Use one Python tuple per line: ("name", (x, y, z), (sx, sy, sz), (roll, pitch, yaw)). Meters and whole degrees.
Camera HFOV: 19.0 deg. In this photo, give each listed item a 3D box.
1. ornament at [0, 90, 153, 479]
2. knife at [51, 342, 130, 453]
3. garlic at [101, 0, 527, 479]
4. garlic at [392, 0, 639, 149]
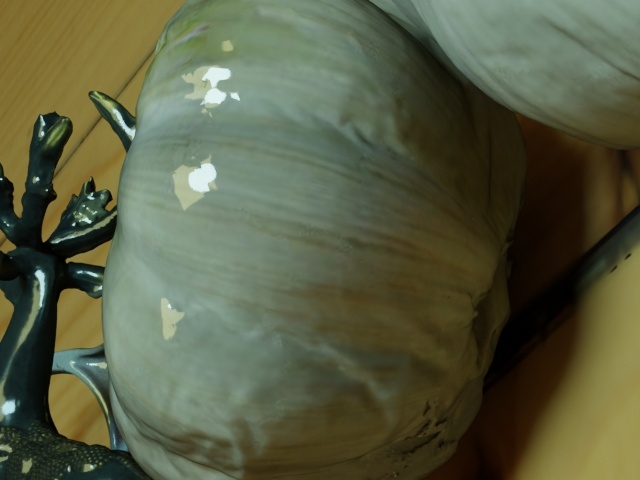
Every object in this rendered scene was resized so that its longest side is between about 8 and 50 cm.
("ornament", (-0.116, 0.048, 0.929), (0.202, 0.080, 0.236), (18, 98, 52))
("knife", (-0.082, 0.027, 0.990), (0.278, 0.053, 0.123), (-53, 55, 28))
("garlic", (-0.001, 0.003, 0.735), (0.228, 0.152, 0.228), (7, -90, -86))
("garlic", (0.110, -0.102, 0.611), (0.229, 0.178, 0.142), (131, 127, -65))
